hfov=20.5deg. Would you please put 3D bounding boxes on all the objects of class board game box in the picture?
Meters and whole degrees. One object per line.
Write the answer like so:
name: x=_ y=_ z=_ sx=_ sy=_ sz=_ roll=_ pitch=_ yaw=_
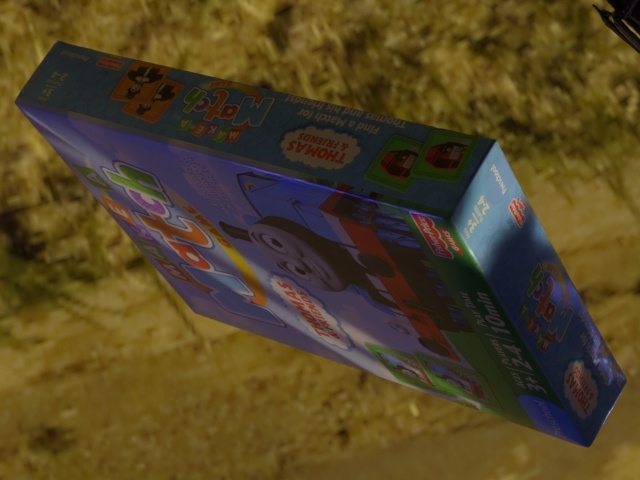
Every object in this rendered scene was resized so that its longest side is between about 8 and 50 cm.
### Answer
board game box: x=0.000 y=0.000 z=0.694 sx=0.039 sy=0.211 sz=0.160 roll=-58 pitch=140 yaw=-19

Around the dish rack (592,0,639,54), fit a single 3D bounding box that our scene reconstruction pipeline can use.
dish rack: x=0.215 y=-0.188 z=0.749 sx=0.208 sy=0.074 sz=0.271 roll=26 pitch=98 yaw=-37
